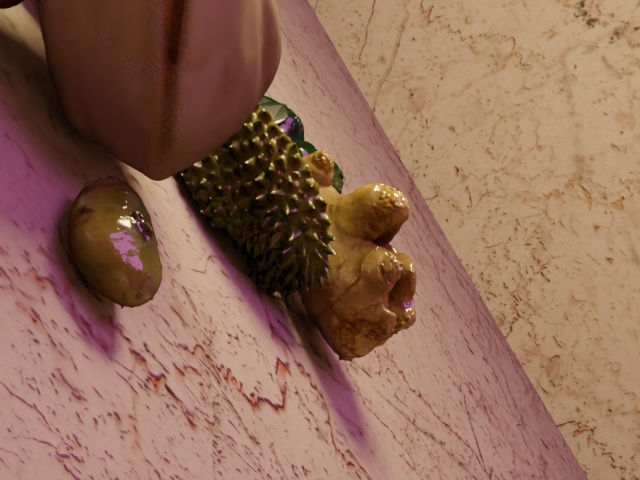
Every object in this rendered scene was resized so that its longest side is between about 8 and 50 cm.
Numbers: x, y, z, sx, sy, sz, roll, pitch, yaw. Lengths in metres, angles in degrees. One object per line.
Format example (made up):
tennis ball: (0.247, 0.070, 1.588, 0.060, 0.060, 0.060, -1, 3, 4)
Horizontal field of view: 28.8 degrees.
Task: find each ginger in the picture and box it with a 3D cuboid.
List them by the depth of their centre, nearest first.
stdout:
ginger: (0.008, -0.014, 1.796, 0.166, 0.236, 0.375, -29, 76, -34)

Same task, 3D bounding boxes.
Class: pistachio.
pistachio: (-0.182, -0.290, 1.440, 0.365, 0.281, 0.445, -121, -145, -69)

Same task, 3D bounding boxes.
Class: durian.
durian: (-0.095, -0.081, 1.735, 0.352, 0.158, 0.169, 55, 0, 13)

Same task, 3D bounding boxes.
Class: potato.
potato: (-0.211, -0.006, 1.285, 0.105, 0.085, 0.188, 51, 10, -29)

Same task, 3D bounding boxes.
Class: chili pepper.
chili pepper: (-0.071, -0.156, 2.026, 0.264, 0.148, 0.116, 54, -24, 29)

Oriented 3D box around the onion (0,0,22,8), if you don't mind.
onion: (-0.393, -0.331, 1.386, 0.140, 0.150, 0.150, -14, 65, -35)
